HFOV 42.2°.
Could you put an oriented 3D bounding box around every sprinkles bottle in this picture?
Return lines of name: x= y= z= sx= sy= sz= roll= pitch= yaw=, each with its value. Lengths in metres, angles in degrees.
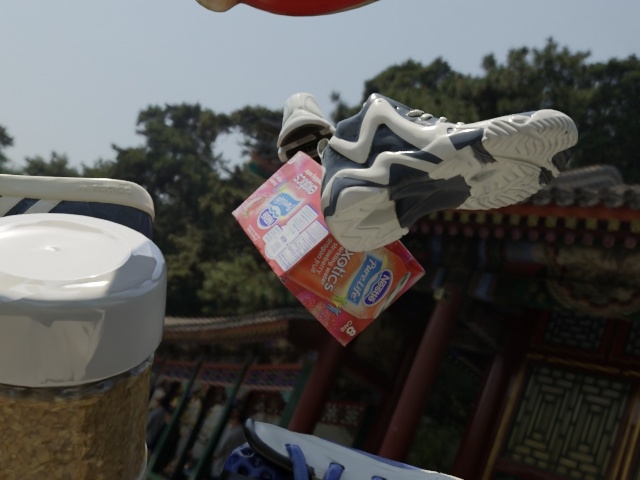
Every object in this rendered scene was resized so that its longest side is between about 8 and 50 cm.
sprinkles bottle: x=-0.167 y=0.166 z=0.506 sx=0.121 sy=0.355 sz=0.121 roll=8 pitch=22 yaw=-3

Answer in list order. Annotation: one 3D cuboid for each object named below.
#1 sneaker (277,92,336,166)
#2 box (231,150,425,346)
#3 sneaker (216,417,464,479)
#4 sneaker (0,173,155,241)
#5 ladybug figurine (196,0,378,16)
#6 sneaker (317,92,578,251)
sneaker: x=0.012 y=-0.098 z=1.260 sx=0.110 sy=0.118 sz=0.292 roll=-18 pitch=-46 yaw=3
box: x=0.000 y=0.000 z=1.003 sx=0.122 sy=0.128 sz=0.257 roll=49 pitch=-2 yaw=-26
sneaker: x=0.040 y=0.170 z=0.415 sx=0.182 sy=0.127 sz=0.315 roll=25 pitch=-23 yaw=-37
sneaker: x=-0.363 y=0.011 z=0.931 sx=0.350 sy=0.148 sz=0.131 roll=-1 pitch=-21 yaw=-12
ladybug figurine: x=0.030 y=-0.334 z=0.524 sx=0.305 sy=0.449 sz=0.162 roll=29 pitch=26 yaw=-6
sneaker: x=0.102 y=-0.094 z=0.769 sx=0.235 sy=0.153 sz=0.094 roll=-25 pitch=-42 yaw=7
